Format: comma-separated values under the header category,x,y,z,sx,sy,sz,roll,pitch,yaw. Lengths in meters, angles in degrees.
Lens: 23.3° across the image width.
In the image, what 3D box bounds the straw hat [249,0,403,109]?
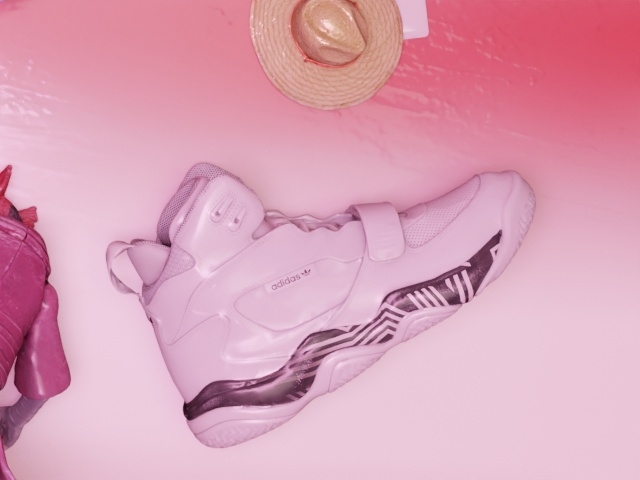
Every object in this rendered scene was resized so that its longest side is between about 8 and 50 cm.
category,x,y,z,sx,sy,sz,roll,pitch,yaw
straw hat,0.009,-0.185,1.357,0.144,0.061,0.144,-1,94,-9

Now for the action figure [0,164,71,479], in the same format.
category,x,y,z,sx,sy,sz,roll,pitch,yaw
action figure,-0.297,0.078,1.199,0.248,0.276,0.370,32,54,-22

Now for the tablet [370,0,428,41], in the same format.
category,x,y,z,sx,sy,sz,roll,pitch,yaw
tablet,0.055,-0.206,1.400,0.083,0.006,0.054,-9,96,-13

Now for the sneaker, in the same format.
category,x,y,z,sx,sy,sz,roll,pitch,yaw
sneaker,0.000,0.000,1.333,0.366,0.137,0.210,-34,104,-6
